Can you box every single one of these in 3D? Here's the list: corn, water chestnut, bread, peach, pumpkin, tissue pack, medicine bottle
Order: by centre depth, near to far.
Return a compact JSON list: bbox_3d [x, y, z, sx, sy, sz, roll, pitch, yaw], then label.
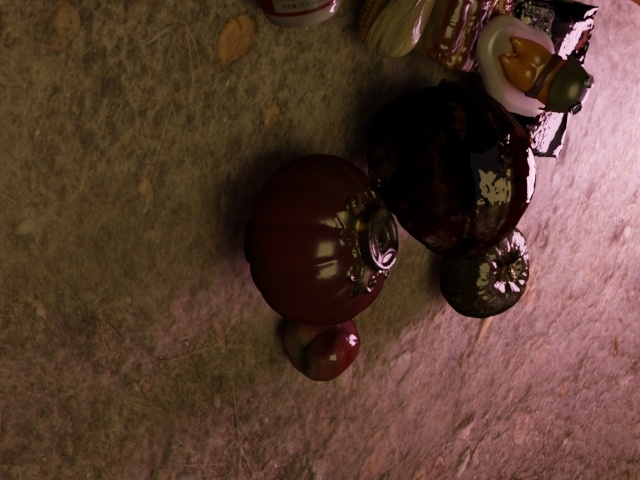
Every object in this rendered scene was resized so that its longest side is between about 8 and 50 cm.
[{"bbox_3d":[-0.047,-0.465,1.562,0.131,0.131,0.250,-30,130,-23],"label":"medicine bottle"},{"bbox_3d":[0.162,-0.450,1.708,0.123,0.122,0.305,-1,135,-33],"label":"corn"},{"bbox_3d":[0.276,-0.453,1.851,0.184,0.114,0.275,3,113,-40],"label":"bread"},{"bbox_3d":[0.266,-0.137,1.863,0.346,0.335,0.335,-10,119,-35],"label":"water chestnut"},{"bbox_3d":[0.008,0.192,1.975,0.152,0.152,0.152,-19,124,-31],"label":"peach"},{"bbox_3d":[0.408,-0.331,2.026,0.244,0.123,0.333,-1,111,-33],"label":"tissue pack"},{"bbox_3d":[0.358,0.062,2.173,0.223,0.157,0.224,-12,109,-38],"label":"pumpkin"}]

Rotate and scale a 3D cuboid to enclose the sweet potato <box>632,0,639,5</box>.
[{"bbox_3d":[0.664,-0.547,2.139,0.291,0.097,0.097,6,109,-33],"label":"sweet potato"}]

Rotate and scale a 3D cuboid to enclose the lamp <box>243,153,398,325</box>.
[{"bbox_3d":[0.000,0.000,1.763,0.303,0.256,0.303,0,90,-60],"label":"lamp"}]

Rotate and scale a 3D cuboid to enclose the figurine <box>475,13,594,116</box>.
[{"bbox_3d":[0.405,-0.306,1.862,0.250,0.141,0.167,27,95,-41],"label":"figurine"}]
